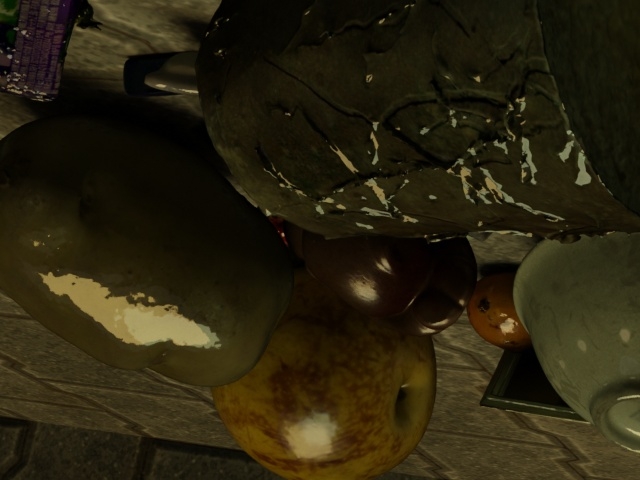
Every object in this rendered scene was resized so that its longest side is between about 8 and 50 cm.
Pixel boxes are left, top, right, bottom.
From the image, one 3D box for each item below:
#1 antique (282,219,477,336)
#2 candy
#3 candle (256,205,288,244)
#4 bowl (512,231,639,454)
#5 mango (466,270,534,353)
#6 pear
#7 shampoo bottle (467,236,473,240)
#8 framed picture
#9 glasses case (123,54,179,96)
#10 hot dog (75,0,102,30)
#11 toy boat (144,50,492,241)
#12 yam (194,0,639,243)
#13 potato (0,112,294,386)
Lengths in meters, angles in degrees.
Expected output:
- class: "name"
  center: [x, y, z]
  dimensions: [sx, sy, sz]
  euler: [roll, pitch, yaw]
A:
- class: "antique"
  center: [0.038, 0.001, 1.607]
  dimensions: [0.143, 0.121, 0.257]
  euler: [26, -171, -17]
- class: "candy"
  center: [-0.198, -0.199, 1.174]
  dimensions: [0.088, 0.061, 0.312]
  euler: [11, 152, -11]
- class: "candle"
  center: [0.000, 0.000, 1.856]
  dimensions: [0.162, 0.048, 0.053]
  euler: [18, -167, -26]
- class: "bowl"
  center: [0.334, 0.122, 1.693]
  dimensions: [0.313, 0.146, 0.313]
  euler: [9, 145, 7]
- class: "mango"
  center: [0.219, 0.086, 1.933]
  dimensions: [0.105, 0.084, 0.159]
  euler: [9, 165, 31]
- class: "pear"
  center: [0.001, 0.157, 2.021]
  dimensions: [0.281, 0.280, 0.281]
  euler: [11, 165, 3]
- class: "shampoo bottle"
  center: [0.115, -0.009, 1.754]
  dimensions: [0.069, 0.041, 0.191]
  euler: [24, 160, -23]
- class: "framed picture"
  center: [0.297, 0.142, 1.939]
  dimensions: [0.197, 0.014, 0.252]
  euler: [8, -158, 14]
- class: "glasses case"
  center: [-0.134, -0.140, 1.486]
  dimensions: [0.083, 0.033, 0.023]
  euler: [0, 171, 37]
- class: "hot dog"
  center: [-0.252, -0.203, 1.305]
  dimensions: [0.188, 0.055, 0.072]
  euler: [13, 150, -14]
- class: "toy boat"
  center: [0.048, -0.087, 1.444]
  dimensions: [0.293, 0.111, 0.276]
  euler: [19, 175, 27]
- class: "yam"
  center: [0.092, -0.107, 1.079]
  dimensions: [0.241, 0.241, 0.348]
  euler: [23, 163, -35]
- class: "potato"
  center: [-0.181, 0.005, 1.670]
  dimensions: [0.326, 0.221, 0.243]
  euler: [30, -171, -12]
